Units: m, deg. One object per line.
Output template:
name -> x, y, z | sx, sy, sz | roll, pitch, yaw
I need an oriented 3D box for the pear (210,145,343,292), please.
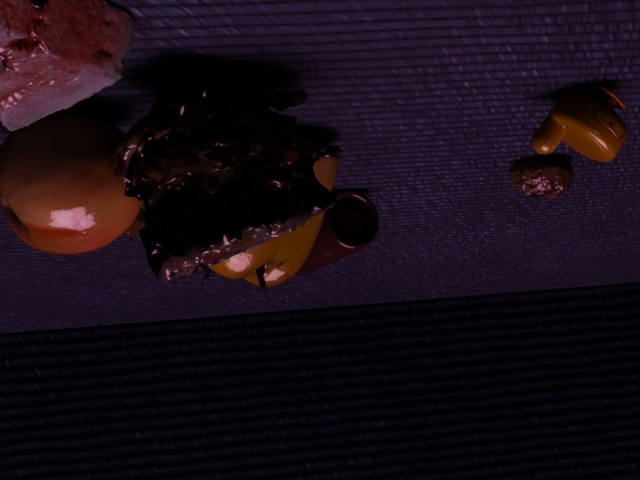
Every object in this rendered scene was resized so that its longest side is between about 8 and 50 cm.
pear -> -0.088, -0.022, 1.800 | 0.267, 0.178, 0.267 | -9, -173, 1

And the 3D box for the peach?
peach -> -0.297, -0.070, 1.564 | 0.184, 0.184, 0.184 | -6, 170, -1

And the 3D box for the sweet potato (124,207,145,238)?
sweet potato -> -0.331, -0.044, 1.982 | 0.067, 0.067, 0.274 | -13, 161, 33

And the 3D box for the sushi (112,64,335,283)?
sushi -> -0.122, -0.082, 1.483 | 0.225, 0.219, 0.238 | -23, -173, 21

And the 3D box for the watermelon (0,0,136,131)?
watermelon -> -0.268, -0.190, 1.199 | 0.154, 0.094, 0.241 | -15, 166, 9

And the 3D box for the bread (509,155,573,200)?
bread -> 0.361, -0.099, 2.083 | 0.113, 0.060, 0.082 | 5, 167, -42

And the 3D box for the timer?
timer -> 0.343, -0.141, 1.709 | 0.107, 0.109, 0.107 | 36, 174, 5

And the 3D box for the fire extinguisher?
fire extinguisher -> 0.000, 0.000, 2.290 | 0.138, 0.102, 0.344 | -3, 169, -25

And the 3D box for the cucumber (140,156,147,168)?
cucumber -> -0.183, -0.110, 1.717 | 0.187, 0.058, 0.058 | -10, 169, 20
